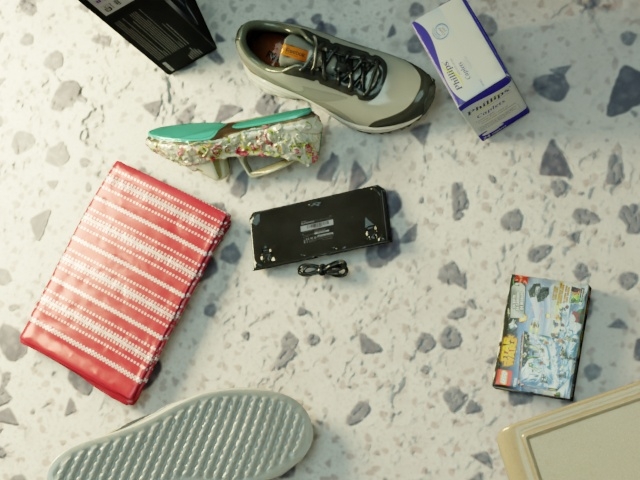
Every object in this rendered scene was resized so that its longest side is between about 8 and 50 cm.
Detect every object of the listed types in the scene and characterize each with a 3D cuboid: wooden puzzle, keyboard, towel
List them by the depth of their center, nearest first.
[{"bbox_3d":[0.337,0.281,1.783,0.239,0.044,0.221,-22,71,18],"label":"wooden puzzle"},{"bbox_3d":[0.000,0.000,1.975,0.180,0.023,0.108,-12,67,17],"label":"keyboard"},{"bbox_3d":[-0.251,0.053,2.044,0.199,0.031,0.275,25,85,25],"label":"towel"}]

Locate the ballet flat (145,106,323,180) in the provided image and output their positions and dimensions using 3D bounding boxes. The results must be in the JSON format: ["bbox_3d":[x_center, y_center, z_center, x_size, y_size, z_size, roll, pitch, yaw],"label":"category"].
[{"bbox_3d":[-0.108,-0.114,2.012,0.241,0.091,0.077,-5,107,22],"label":"ballet flat"}]

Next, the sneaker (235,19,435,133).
[{"bbox_3d":[0.012,-0.206,1.974,0.271,0.108,0.100,18,82,21],"label":"sneaker"}]

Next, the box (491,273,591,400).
[{"bbox_3d":[0.257,0.112,1.855,0.094,0.027,0.137,8,80,19],"label":"box"}]

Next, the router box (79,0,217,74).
[{"bbox_3d":[-0.259,-0.371,1.997,0.081,0.309,0.243,-28,69,10],"label":"router box"}]

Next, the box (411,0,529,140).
[{"bbox_3d":[0.180,-0.205,1.898,0.072,0.137,0.126,-31,69,9],"label":"box"}]

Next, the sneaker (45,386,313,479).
[{"bbox_3d":[-0.171,0.258,1.927,0.321,0.127,0.126,-12,78,-10],"label":"sneaker"}]
